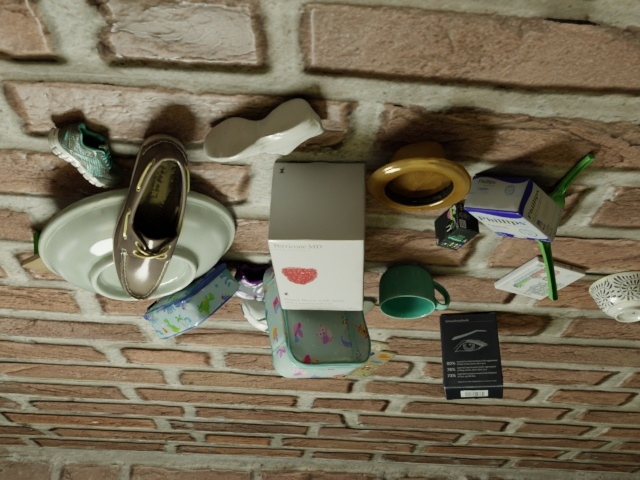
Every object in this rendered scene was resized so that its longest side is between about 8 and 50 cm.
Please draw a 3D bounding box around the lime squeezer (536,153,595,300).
[{"bbox_3d":[0.452,-0.042,1.369,0.058,0.110,0.311,2,119,-4],"label":"lime squeezer"}]

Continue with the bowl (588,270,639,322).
[{"bbox_3d":[0.740,0.146,1.694,0.170,0.080,0.170,1,149,1],"label":"bowl"}]

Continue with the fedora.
[{"bbox_3d":[0.176,-0.122,1.264,0.194,0.079,0.194,4,156,2],"label":"fedora"}]

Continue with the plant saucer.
[{"bbox_3d":[-0.368,0.036,1.456,0.400,0.101,0.400,-11,153,-6],"label":"plant saucer"}]

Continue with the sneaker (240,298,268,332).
[{"bbox_3d":[-0.075,0.172,1.789,0.235,0.094,0.153,31,116,4],"label":"sneaker"}]

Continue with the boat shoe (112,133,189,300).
[{"bbox_3d":[-0.305,-0.025,1.273,0.116,0.097,0.325,9,113,-22],"label":"boat shoe"}]

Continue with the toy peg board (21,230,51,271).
[{"bbox_3d":[-0.544,0.013,1.561,0.161,0.079,0.160,-19,159,32],"label":"toy peg board"}]

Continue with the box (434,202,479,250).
[{"bbox_3d":[0.277,-0.027,1.437,0.052,0.062,0.083,13,149,-21],"label":"box"}]

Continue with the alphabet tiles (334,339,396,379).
[{"bbox_3d":[0.060,0.364,2.180,0.285,0.011,0.342,13,148,-17],"label":"alphabet tiles"}]

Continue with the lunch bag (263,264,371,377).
[{"bbox_3d":[-0.005,0.161,1.572,0.224,0.279,0.108,4,152,-26],"label":"lunch bag"}]

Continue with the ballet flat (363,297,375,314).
[{"bbox_3d":[0.046,0.205,1.847,0.213,0.068,0.072,-14,146,24],"label":"ballet flat"}]

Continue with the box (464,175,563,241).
[{"bbox_3d":[0.361,-0.059,1.320,0.137,0.072,0.126,30,167,-39],"label":"box"}]

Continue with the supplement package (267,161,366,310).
[{"bbox_3d":[0.000,0.000,1.387,0.177,0.175,0.293,1,150,4],"label":"supplement package"}]

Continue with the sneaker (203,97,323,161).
[{"bbox_3d":[-0.095,-0.171,1.207,0.212,0.080,0.094,-13,159,21],"label":"sneaker"}]

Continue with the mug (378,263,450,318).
[{"bbox_3d":[0.211,0.119,1.659,0.157,0.097,0.129,26,142,-37],"label":"mug"}]

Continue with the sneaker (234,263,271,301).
[{"bbox_3d":[-0.099,0.107,1.676,0.223,0.083,0.098,7,145,-8],"label":"sneaker"}]

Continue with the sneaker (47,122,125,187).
[{"bbox_3d":[-0.403,-0.152,1.264,0.076,0.065,0.166,-19,146,25],"label":"sneaker"}]

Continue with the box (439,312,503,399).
[{"bbox_3d":[0.397,0.306,1.863,0.153,0.207,0.108,-4,150,11],"label":"box"}]

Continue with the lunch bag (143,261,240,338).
[{"bbox_3d":[-0.300,0.140,1.651,0.219,0.176,0.090,-25,103,47],"label":"lunch bag"}]

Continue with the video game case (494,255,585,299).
[{"bbox_3d":[0.519,0.091,1.672,0.143,0.019,0.157,15,147,-22],"label":"video game case"}]
